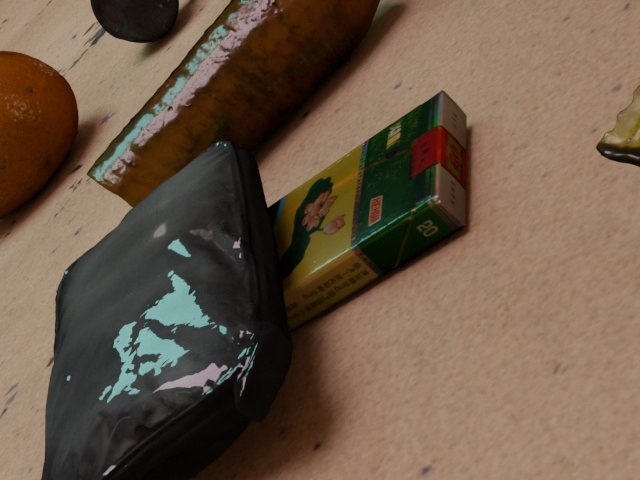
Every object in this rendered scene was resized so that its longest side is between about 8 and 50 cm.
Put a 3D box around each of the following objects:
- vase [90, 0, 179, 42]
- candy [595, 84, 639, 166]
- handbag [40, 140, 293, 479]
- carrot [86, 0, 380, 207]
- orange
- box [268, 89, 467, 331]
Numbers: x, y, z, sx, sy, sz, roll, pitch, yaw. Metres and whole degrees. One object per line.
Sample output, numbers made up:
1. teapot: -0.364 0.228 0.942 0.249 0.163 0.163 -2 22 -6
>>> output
1. vase: -0.206 -0.332 1.705 0.183 0.120 0.120 -41 19 -31
2. candy: 0.276 -0.090 0.571 0.297 0.081 0.187 17 65 52
3. handbag: -0.108 0.054 0.889 0.191 0.075 0.332 -38 26 13
4. carrot: -0.069 -0.140 1.166 0.302 0.114 0.114 -49 24 0
5. orange: -0.400 -0.129 1.601 0.224 0.170 0.224 -34 27 20
6. box: 0.000 0.000 0.917 0.235 0.034 0.132 -33 26 27
